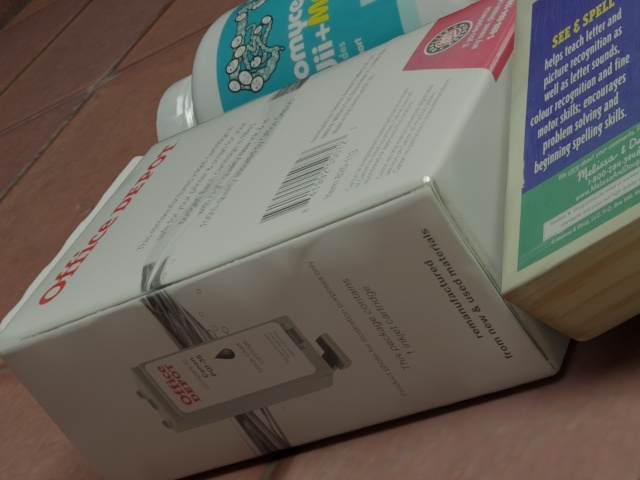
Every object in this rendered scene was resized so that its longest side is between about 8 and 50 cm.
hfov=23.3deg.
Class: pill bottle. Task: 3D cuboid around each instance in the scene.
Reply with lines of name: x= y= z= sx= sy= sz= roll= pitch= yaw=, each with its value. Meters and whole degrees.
pill bottle: x=0.022 y=-0.100 z=0.964 sx=0.264 sy=0.146 sz=0.146 roll=-21 pitch=24 yaw=36

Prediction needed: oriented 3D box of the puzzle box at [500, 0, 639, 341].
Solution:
puzzle box: x=0.231 y=-0.155 z=0.599 sx=0.409 sy=0.052 sz=0.272 roll=-34 pitch=37 yaw=42

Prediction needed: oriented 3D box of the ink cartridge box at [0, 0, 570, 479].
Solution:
ink cartridge box: x=0.000 y=0.000 z=0.810 sx=0.283 sy=0.117 sz=0.207 roll=-20 pitch=25 yaw=34

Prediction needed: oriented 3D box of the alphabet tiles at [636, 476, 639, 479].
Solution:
alphabet tiles: x=0.138 y=0.033 z=0.438 sx=0.284 sy=0.021 sz=0.278 roll=-38 pitch=-11 yaw=-33
